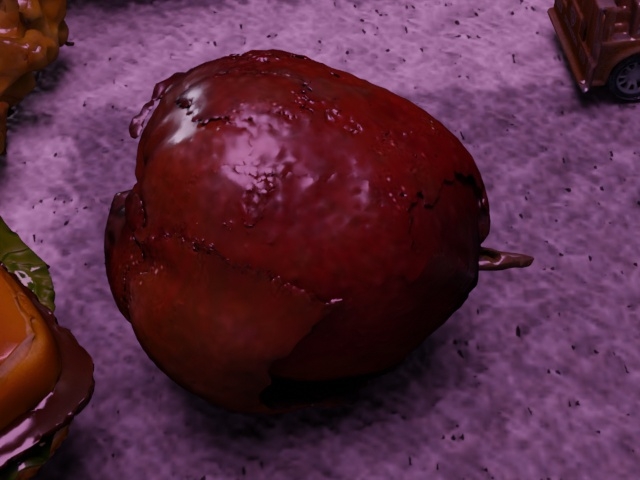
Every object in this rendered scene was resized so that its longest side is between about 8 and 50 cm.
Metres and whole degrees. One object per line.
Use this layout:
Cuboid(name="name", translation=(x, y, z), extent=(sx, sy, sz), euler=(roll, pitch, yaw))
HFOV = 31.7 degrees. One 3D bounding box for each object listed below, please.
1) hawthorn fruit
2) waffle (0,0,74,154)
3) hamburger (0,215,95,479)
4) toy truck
Cuboid(name="hawthorn fruit", translation=(0.000, 0.000, 0.460), extent=(0.172, 0.148, 0.148), euler=(8, 47, -6))
Cuboid(name="waffle", translation=(-0.297, -0.073, 0.597), extent=(0.293, 0.069, 0.260), euler=(19, 54, 19))
Cuboid(name="hamburger", translation=(-0.166, 0.049, 0.456), extent=(0.137, 0.087, 0.166), euler=(-33, 54, -25))
Cuboid(name="toy truck", translation=(0.220, -0.145, 0.595), extent=(0.178, 0.115, 0.080), euler=(-6, 46, -4))
